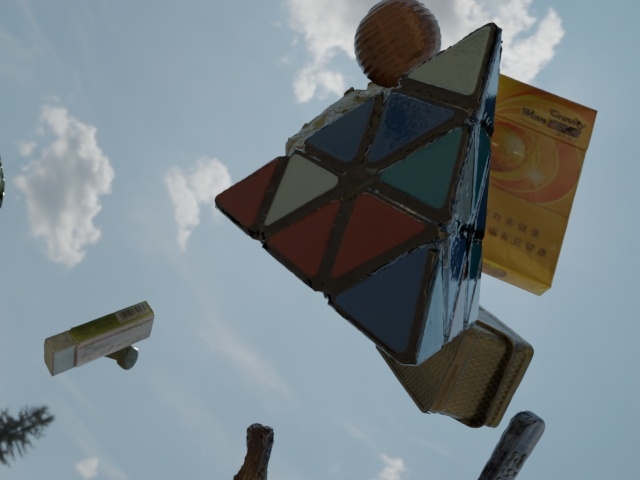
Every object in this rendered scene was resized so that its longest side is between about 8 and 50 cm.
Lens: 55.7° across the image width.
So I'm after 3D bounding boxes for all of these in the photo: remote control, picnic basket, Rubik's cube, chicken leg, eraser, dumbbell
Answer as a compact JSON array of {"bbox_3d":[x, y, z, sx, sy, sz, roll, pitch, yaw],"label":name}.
[{"bbox_3d":[0.179,0.241,0.616,0.027,0.043,0.153,32,-87,46],"label":"remote control"},{"bbox_3d":[0.218,0.182,1.043,0.165,0.139,0.267,-67,-159,12],"label":"picnic basket"},{"bbox_3d":[0.000,0.000,0.487,0.234,0.250,0.285,9,-54,21],"label":"Rubik's cube"},{"bbox_3d":[-0.094,0.471,1.020,0.083,0.177,0.323,5,-55,48],"label":"chicken leg"},{"bbox_3d":[-0.175,0.077,0.483,0.019,0.083,0.038,51,-41,21],"label":"eraser"},{"bbox_3d":[-0.413,0.216,1.179,0.117,0.046,0.052,10,-27,21],"label":"dumbbell"}]

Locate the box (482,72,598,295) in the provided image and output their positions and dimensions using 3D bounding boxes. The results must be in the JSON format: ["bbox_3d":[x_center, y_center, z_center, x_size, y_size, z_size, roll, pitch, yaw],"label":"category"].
[{"bbox_3d":[0.239,-0.079,0.750,0.152,0.269,0.043,24,-25,4],"label":"box"}]

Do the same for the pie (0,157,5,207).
[{"bbox_3d":[-0.577,-0.071,0.853,0.066,0.302,0.303,3,-74,23],"label":"pie"}]

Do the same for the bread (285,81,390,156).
[{"bbox_3d":[0.088,-0.122,1.040,0.250,0.279,0.225,58,-6,-23],"label":"bread"}]

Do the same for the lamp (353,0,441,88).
[{"bbox_3d":[0.116,-0.299,0.918,0.136,0.136,0.137,15,-67,39],"label":"lamp"}]
